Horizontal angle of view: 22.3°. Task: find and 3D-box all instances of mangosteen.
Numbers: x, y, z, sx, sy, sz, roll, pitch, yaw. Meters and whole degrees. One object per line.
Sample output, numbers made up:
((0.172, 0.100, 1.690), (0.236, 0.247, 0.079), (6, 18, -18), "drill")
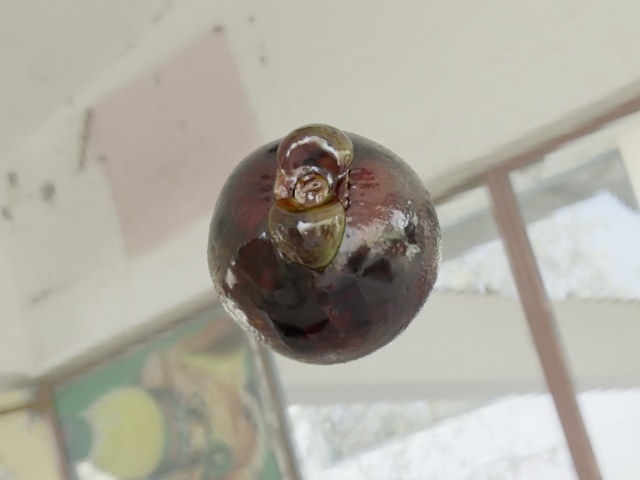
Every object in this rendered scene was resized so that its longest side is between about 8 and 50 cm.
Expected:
((0.000, 0.000, 0.995), (0.152, 0.152, 0.152), (-15, -16, -4), "mangosteen")
